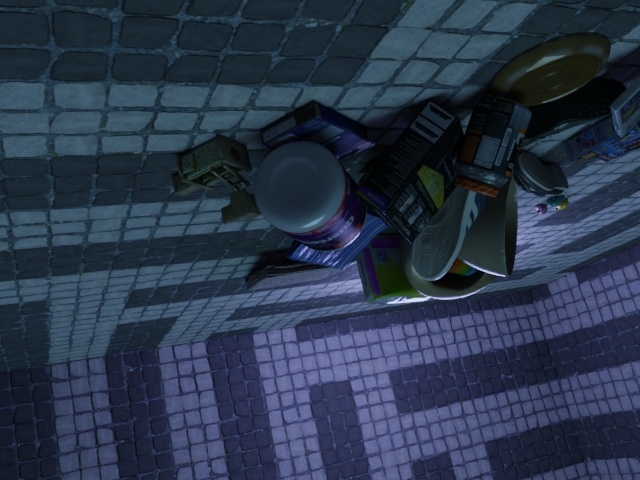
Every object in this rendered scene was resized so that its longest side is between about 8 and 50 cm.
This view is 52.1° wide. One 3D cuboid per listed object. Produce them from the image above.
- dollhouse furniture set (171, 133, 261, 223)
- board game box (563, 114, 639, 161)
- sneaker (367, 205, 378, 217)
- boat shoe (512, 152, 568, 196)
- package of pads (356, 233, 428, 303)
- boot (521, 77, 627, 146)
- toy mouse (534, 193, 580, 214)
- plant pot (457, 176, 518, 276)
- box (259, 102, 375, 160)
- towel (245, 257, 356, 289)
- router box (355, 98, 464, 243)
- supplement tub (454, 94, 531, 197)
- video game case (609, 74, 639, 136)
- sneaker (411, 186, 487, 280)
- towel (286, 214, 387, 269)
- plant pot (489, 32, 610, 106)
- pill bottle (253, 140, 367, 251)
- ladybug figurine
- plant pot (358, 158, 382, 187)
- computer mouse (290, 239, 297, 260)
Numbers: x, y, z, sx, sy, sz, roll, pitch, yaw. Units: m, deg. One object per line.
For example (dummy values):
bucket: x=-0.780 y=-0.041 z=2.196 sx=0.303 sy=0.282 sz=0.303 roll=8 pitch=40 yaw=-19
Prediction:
dollhouse furniture set: x=-0.232 y=-0.095 z=1.302 sx=0.182 sy=0.160 sz=0.101 roll=-22 pitch=162 yaw=26
board game box: x=0.744 y=-0.261 z=1.689 sx=0.194 sy=0.060 sz=0.194 roll=-24 pitch=161 yaw=38
sneaker: x=0.237 y=-0.104 z=1.780 sx=0.293 sy=0.102 sz=0.146 roll=2 pitch=165 yaw=-33
boat shoe: x=0.587 y=-0.164 z=1.804 sx=0.095 sy=0.112 sz=0.335 roll=-30 pitch=161 yaw=33
package of pads: x=0.260 y=0.098 z=2.222 sx=0.297 sy=0.229 sz=0.101 roll=0 pitch=160 yaw=-40
boot: x=0.551 y=-0.284 z=1.471 sx=0.247 sy=0.083 sz=0.161 roll=-18 pitch=175 yaw=17
toy mouse: x=0.791 y=-0.118 z=2.257 sx=0.143 sy=0.031 sz=0.161 roll=0 pitch=160 yaw=-38
plant pot: x=0.457 y=-0.042 z=1.895 sx=0.191 sy=0.284 sz=0.284 roll=3 pitch=171 yaw=24
box: x=0.000 y=-0.208 z=1.326 sx=0.136 sy=0.036 sz=0.225 roll=-22 pitch=161 yaw=30
towel: x=-0.077 y=0.108 z=2.248 sx=0.317 sy=0.053 sz=0.332 roll=-8 pitch=172 yaw=-20
router box: x=0.217 y=-0.138 z=1.434 sx=0.243 sy=0.081 sz=0.309 roll=-52 pitch=158 yaw=1
supplement tub: x=0.348 y=-0.191 z=1.343 sx=0.117 sy=0.190 sz=0.117 roll=18 pitch=-173 yaw=-2
video game case: x=0.687 y=-0.320 z=1.355 sx=0.201 sy=0.023 sz=0.183 roll=-47 pitch=154 yaw=13
sneaker: x=0.353 y=-0.058 z=1.692 sx=0.148 sy=0.131 sz=0.350 roll=-9 pitch=125 yaw=-50
towel: x=0.066 y=-0.011 z=1.878 sx=0.243 sy=0.040 sz=0.336 roll=-46 pitch=153 yaw=16
plant pot: x=0.456 y=-0.326 z=1.295 sx=0.236 sy=0.032 sz=0.236 roll=-13 pitch=164 yaw=-4
pill bottle: x=-0.006 y=-0.078 z=1.377 sx=0.182 sy=0.181 sz=0.323 roll=-17 pitch=165 yaw=13
ladybug figurine: x=0.428 y=0.042 z=2.159 sx=0.449 sy=0.162 sz=0.305 roll=17 pitch=112 yaw=-39
plant pot: x=0.138 y=-0.152 z=1.571 sx=0.083 sy=0.083 sz=0.079 roll=-9 pitch=152 yaw=-13
computer mouse: x=0.000 y=0.000 z=1.993 sx=0.188 sy=0.072 sz=0.272 roll=-29 pitch=170 yaw=38
